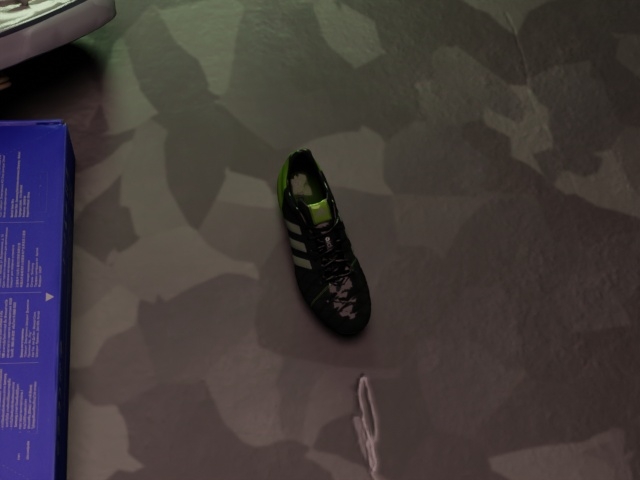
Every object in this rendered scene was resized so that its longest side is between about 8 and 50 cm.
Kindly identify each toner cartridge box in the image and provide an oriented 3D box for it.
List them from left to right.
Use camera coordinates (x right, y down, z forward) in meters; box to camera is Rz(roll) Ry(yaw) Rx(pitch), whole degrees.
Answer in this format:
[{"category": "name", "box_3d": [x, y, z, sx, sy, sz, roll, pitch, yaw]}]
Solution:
[{"category": "toner cartridge box", "box_3d": [-0.303, 0.064, 1.047, 0.165, 0.075, 0.348, -1, 66, -4]}]

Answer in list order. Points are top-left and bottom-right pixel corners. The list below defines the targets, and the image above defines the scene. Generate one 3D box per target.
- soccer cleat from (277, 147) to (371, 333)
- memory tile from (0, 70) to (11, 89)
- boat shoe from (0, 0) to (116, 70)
[{"category": "soccer cleat", "box_3d": [0.000, 0.000, 1.100, 0.060, 0.072, 0.179, -17, 69, -12]}, {"category": "memory tile", "box_3d": [-0.364, -0.133, 1.117, 0.148, 0.113, 0.012, -19, 107, -13]}, {"category": "boat shoe", "box_3d": [-0.372, -0.216, 1.091, 0.367, 0.136, 0.156, -22, 109, -20]}]
